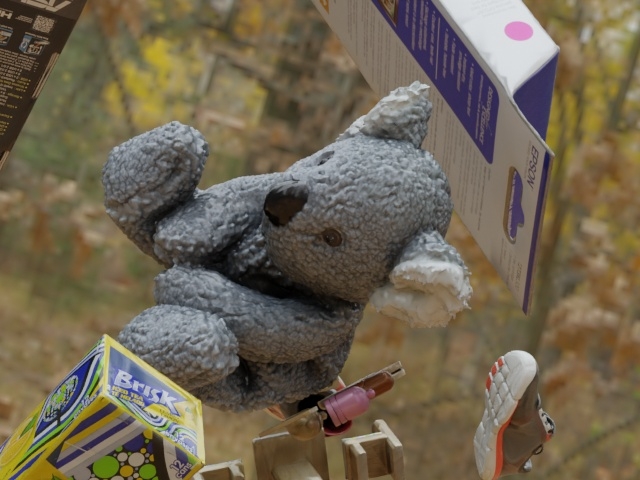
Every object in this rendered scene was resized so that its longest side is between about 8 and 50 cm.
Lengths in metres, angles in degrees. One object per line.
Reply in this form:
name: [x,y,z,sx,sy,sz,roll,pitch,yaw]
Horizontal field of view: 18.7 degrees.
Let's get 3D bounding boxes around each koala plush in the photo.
koala plush: [0.000,0.000,1.290,0.221,0.196,0.203,-30,-35,31]

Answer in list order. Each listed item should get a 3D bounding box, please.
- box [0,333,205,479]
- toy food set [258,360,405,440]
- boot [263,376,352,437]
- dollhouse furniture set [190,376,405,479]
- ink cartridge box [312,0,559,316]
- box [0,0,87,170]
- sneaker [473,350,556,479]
box: [-0.127,0.125,0.865,0.059,0.169,0.054,37,18,-20]
toy food set: [0.018,0.111,1.316,0.078,0.019,0.122,-30,-4,43]
boot: [-0.003,0.196,2.289,0.176,0.088,0.244,32,0,37]
dollhouse furniture set: [-0.038,0.207,1.996,0.212,0.242,0.161,-10,17,-12]
ink cartridge box: [0.093,-0.135,1.431,0.069,0.176,0.371,-18,52,-15]
box: [-0.421,-0.173,1.568,0.395,0.318,0.097,15,40,-22]
sneaker: [0.184,0.157,1.766,0.065,0.158,0.061,1,47,-11]
